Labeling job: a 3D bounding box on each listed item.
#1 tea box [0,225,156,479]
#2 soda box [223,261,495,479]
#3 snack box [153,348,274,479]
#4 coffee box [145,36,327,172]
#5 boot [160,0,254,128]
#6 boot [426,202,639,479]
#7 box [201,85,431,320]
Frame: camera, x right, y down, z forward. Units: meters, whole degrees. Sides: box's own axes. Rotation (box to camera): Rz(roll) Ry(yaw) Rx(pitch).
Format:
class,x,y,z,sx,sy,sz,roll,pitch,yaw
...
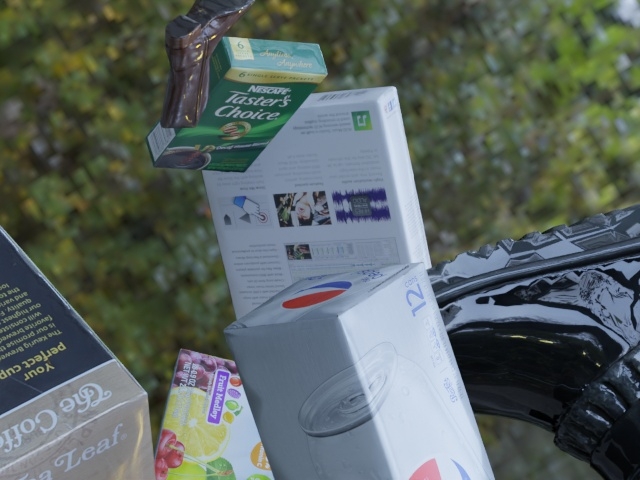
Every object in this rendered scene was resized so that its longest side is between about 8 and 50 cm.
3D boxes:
class,x,y,z,sx,sy,sz,roll,pitch,yaw
tea box,-0.337,0.156,1.397,0.323,0.329,0.220,44,-30,36
soda box,0.045,0.162,1.152,0.098,0.091,0.286,-8,-75,41
snack box,-0.040,0.199,1.627,0.070,0.207,0.174,111,-9,-51
coffee box,-0.085,-0.131,1.890,0.184,0.113,0.040,-46,-128,45
boot,-0.096,-0.155,1.634,0.037,0.106,0.114,37,-36,28
boot,0.172,0.127,1.273,0.131,0.348,0.260,101,-30,-71
box,0.000,0.000,2.075,0.058,0.232,0.322,-39,122,-57
